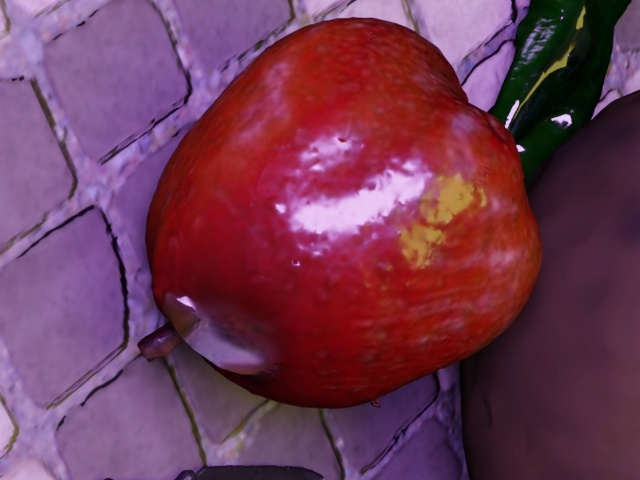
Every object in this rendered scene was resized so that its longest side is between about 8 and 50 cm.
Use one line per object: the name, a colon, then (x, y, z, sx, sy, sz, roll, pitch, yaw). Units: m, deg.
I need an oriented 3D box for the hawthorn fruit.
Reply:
hawthorn fruit: (0.000, 0.000, 0.788, 0.202, 0.185, 0.185, -35, 122, -13)

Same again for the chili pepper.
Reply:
chili pepper: (0.150, -0.125, 1.000, 0.098, 0.061, 0.224, 23, 77, -52)

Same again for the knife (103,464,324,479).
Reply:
knife: (-0.055, 0.129, 0.861, 0.170, 0.010, 0.023, 5, 98, -48)

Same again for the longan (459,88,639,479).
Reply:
longan: (0.281, 0.094, 0.950, 0.404, 0.404, 0.436, -43, 110, -33)
